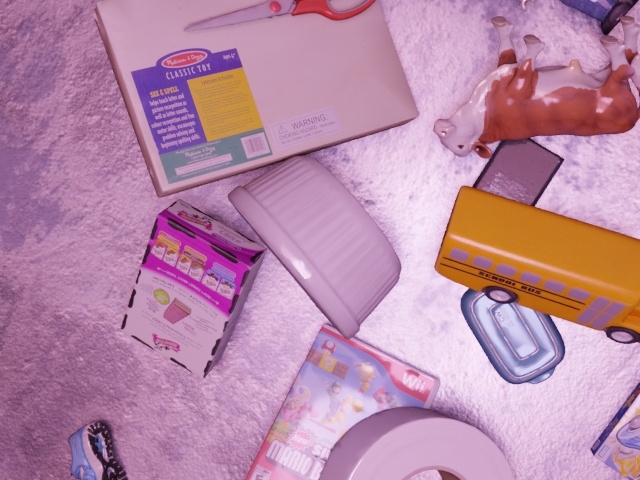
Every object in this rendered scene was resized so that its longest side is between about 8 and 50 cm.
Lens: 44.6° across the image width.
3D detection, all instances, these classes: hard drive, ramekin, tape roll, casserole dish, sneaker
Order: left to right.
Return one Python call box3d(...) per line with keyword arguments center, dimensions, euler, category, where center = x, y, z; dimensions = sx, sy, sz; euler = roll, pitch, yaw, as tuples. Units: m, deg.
box3d(center=(-0.370, 0.382, 1.282), dimensions=(0.073, 0.063, 0.162), euler=(-18, 84, 27), category="sneaker")
box3d(center=(0.000, 0.000, 1.105), dimensions=(0.127, 0.273, 0.273), euler=(-40, 85, -4), category="ramekin")
box3d(center=(0.139, 0.386, 1.112), dimensions=(0.286, 0.100, 0.286), euler=(1, 87, -19), category="tape roll")
box3d(center=(0.288, -0.088, 1.170), dimensions=(0.094, 0.022, 0.135), euler=(32, 97, 7), category="hard drive")
box3d(center=(0.289, 0.131, 1.170), dimensions=(0.114, 0.037, 0.188), euler=(-31, 86, 8), category="casserole dish")

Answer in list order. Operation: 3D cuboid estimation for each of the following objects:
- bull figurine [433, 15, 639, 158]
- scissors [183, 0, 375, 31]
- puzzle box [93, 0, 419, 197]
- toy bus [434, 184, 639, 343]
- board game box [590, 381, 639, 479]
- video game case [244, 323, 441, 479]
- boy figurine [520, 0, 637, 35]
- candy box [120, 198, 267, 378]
box3d(center=(0.308, -0.209, 1.093), dimensions=(0.310, 0.101, 0.188), euler=(-4, 131, -6), category="bull figurine")
box3d(center=(-0.044, -0.324, 1.099), dimensions=(0.297, 0.021, 0.109), euler=(-36, 96, -22), category="scissors")
box3d(center=(-0.082, -0.247, 1.114), dimensions=(0.409, 0.052, 0.272), euler=(-18, 89, -21), category="puzzle box")
box3d(center=(0.335, 0.037, 1.092), dimensions=(0.333, 0.130, 0.108), euler=(18, 63, 7), category="toy bus")
box3d(center=(0.512, 0.270, 1.138), dimensions=(0.136, 0.035, 0.201), euler=(34, 97, 7), category="board game box")
box3d(center=(0.031, 0.297, 1.184), dimensions=(0.204, 0.025, 0.285), euler=(26, 79, 8), category="video game case")
box3d(center=(0.331, -0.414, 1.120), dimensions=(0.285, 0.092, 0.177), euler=(39, 97, 7), category="boy figurine")
box3d(center=(-0.196, 0.076, 1.186), dimensions=(0.159, 0.071, 0.233), euler=(30, 121, 7), category="candy box")
